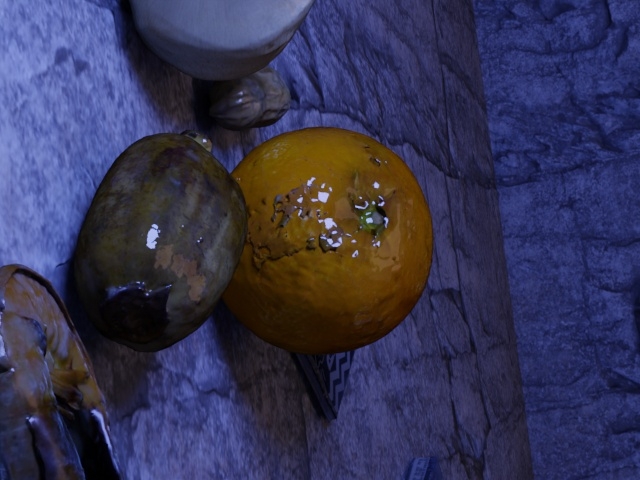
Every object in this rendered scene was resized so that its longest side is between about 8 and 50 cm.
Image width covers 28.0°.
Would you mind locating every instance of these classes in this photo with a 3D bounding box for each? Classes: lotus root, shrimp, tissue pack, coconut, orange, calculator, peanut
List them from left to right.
[{"bbox_3d":[-0.198,0.162,0.962,0.178,0.075,0.289,7,63,-75],"label":"shrimp"},{"bbox_3d":[-0.135,-0.013,1.128,0.145,0.129,0.260,59,25,-31],"label":"lotus root"},{"bbox_3d":[-0.096,-0.268,1.261,0.224,0.224,0.224,-8,90,-73],"label":"coconut"},{"bbox_3d":[-0.079,-0.162,1.458,0.174,0.080,0.080,-37,118,-72],"label":"peanut"},{"bbox_3d":[-0.012,0.094,1.654,0.165,0.028,0.274,-74,149,-47],"label":"calculator"},{"bbox_3d":[0.000,0.000,1.374,0.246,0.246,0.246,-8,90,-73],"label":"orange"},{"bbox_3d":[0.163,0.425,2.030,0.156,0.051,0.112,-52,134,-68],"label":"tissue pack"}]
